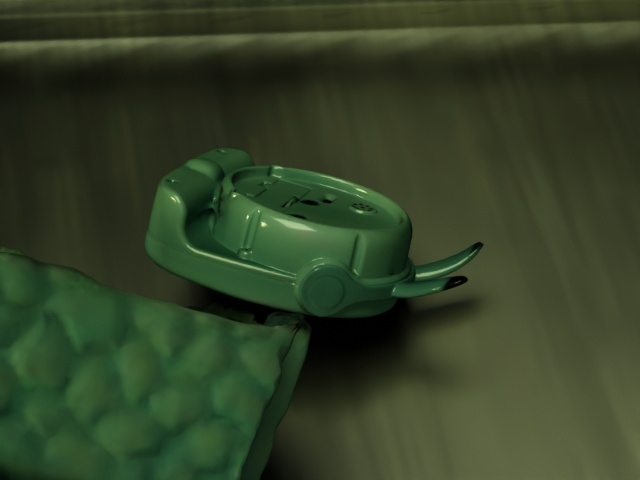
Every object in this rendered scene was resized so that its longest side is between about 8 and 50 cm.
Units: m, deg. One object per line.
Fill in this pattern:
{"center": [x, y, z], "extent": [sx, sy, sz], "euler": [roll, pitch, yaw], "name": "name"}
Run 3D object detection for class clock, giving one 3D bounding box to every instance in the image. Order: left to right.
{"center": [0.000, 0.001, 0.870], "extent": [0.147, 0.045, 0.108], "euler": [17, 18, 11], "name": "clock"}

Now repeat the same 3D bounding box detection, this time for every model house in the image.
{"center": [-0.162, 0.109, 0.770], "extent": [0.261, 0.226, 0.241], "euler": [16, 84, -25], "name": "model house"}
